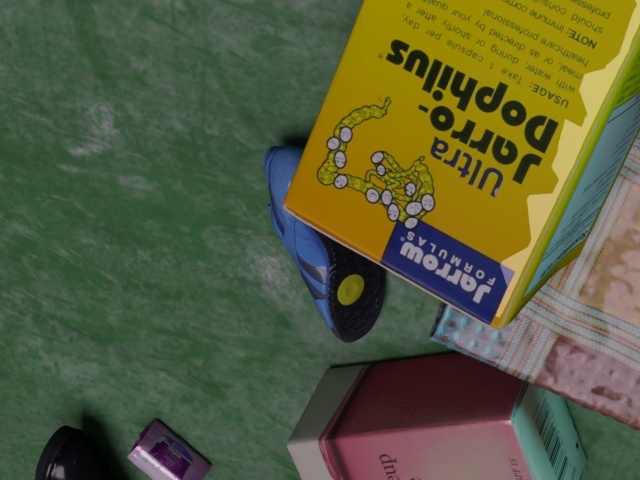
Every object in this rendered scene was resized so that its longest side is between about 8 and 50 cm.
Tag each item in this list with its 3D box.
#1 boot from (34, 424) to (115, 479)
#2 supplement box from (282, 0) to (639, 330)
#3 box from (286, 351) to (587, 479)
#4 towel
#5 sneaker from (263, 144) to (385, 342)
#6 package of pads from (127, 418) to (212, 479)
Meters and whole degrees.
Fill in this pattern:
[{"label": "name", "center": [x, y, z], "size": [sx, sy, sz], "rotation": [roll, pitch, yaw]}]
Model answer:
[{"label": "boot", "center": [-0.187, 0.314, 1.774], "size": [0.207, 0.094, 0.246], "rotation": [12, 132, 20]}, {"label": "supplement box", "center": [0.148, -0.150, 1.211], "size": [0.195, 0.194, 0.357], "rotation": [30, 116, 15]}, {"label": "box", "center": [0.111, 0.199, 1.556], "size": [0.232, 0.127, 0.149], "rotation": [-11, 117, 28]}, {"label": "towel", "center": [0.270, -0.023, 1.347], "size": [0.271, 0.040, 0.370], "rotation": [24, 113, 7]}, {"label": "sneaker", "center": [0.000, 0.000, 1.522], "size": [0.082, 0.069, 0.209], "rotation": [28, 147, 47]}, {"label": "package of pads", "center": [-0.159, 0.233, 1.739], "size": [0.083, 0.050, 0.032], "rotation": [41, 127, -7]}]
